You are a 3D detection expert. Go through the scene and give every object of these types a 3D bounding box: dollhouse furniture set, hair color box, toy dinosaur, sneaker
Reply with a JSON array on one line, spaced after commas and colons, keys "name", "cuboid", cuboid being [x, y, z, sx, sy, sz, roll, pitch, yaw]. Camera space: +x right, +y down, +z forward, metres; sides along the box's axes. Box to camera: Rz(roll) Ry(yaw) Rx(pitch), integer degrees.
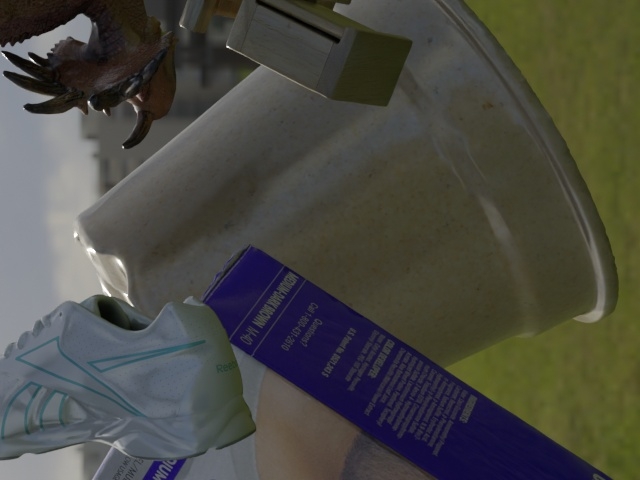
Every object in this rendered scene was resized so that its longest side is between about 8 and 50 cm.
[{"name": "dollhouse furniture set", "cuboid": [-0.003, -0.135, 0.828, 0.161, 0.182, 0.101, 0, -66, -57]}, {"name": "hair color box", "cuboid": [0.044, 0.177, 1.082, 0.185, 0.339, 0.110, -58, -1, 29]}, {"name": "toy dinosaur", "cuboid": [-0.196, -0.161, 1.188, 0.127, 0.296, 0.200, 11, 98, 62]}, {"name": "sneaker", "cuboid": [-0.095, 0.051, 0.740, 0.054, 0.152, 0.061, -24, -73, -62]}]

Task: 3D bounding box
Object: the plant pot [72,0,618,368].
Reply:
[{"name": "plant pot", "cuboid": [0.000, 0.000, 1.440, 0.334, 0.305, 0.334, 54, 170, 14]}]
